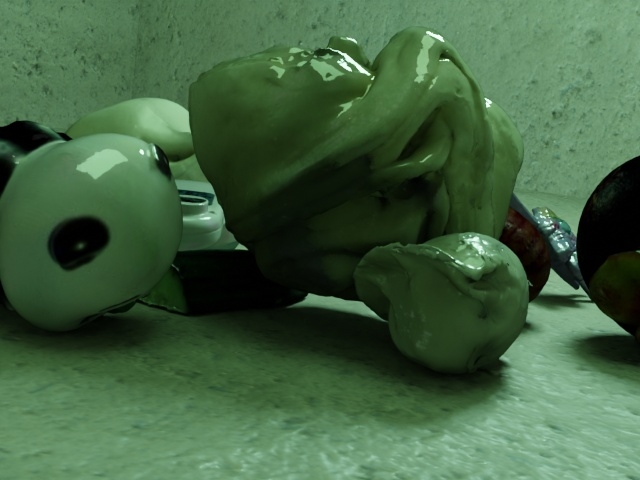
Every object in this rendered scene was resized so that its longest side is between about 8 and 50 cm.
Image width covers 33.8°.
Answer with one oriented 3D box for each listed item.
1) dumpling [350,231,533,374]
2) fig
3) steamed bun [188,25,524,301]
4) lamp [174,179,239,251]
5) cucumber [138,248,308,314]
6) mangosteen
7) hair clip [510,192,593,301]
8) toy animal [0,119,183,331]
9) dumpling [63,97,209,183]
[{"bbox_3d":[0.115,0.063,1.048,0.173,0.142,0.247,10,-21,23],"label":"dumpling"},{"bbox_3d":[0.193,0.020,1.310,0.202,0.148,0.149,16,32,-53],"label":"fig"},{"bbox_3d":[0.038,-0.056,1.136,0.339,0.352,0.247,-11,42,23],"label":"steamed bun"},{"bbox_3d":[-0.189,-0.019,1.431,0.180,0.107,0.246,2,10,0],"label":"lamp"},{"bbox_3d":[-0.109,0.042,1.252,0.115,0.063,0.244,15,10,41],"label":"cucumber"},{"bbox_3d":[0.430,0.033,1.218,0.275,0.275,0.302,10,42,20],"label":"mangosteen"},{"bbox_3d":[0.307,-0.011,1.507,0.279,0.090,0.137,28,18,-17],"label":"hair clip"},{"bbox_3d":[-0.258,-0.012,1.056,0.267,0.212,0.213,16,12,31],"label":"toy animal"},{"bbox_3d":[-0.273,-0.087,1.706,0.395,0.233,0.315,-4,-29,23],"label":"dumpling"}]
